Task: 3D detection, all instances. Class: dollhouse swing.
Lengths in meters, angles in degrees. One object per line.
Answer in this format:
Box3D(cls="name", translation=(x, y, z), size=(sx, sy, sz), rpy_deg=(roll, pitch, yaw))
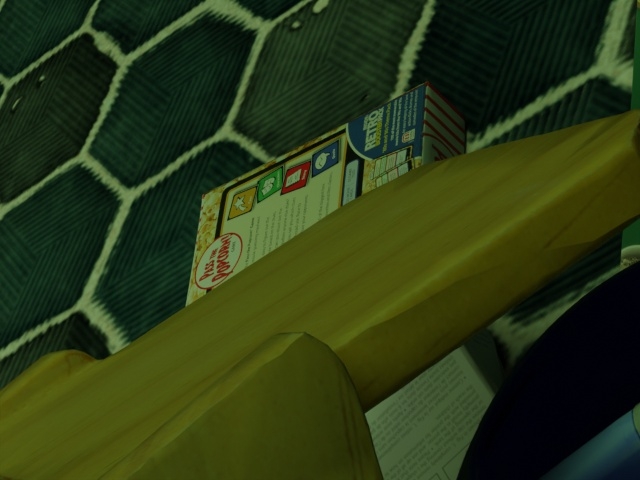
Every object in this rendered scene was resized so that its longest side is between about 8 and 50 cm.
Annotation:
Box3D(cls="dollhouse swing", translation=(0.008, 0.143, 0.800), size=(0.305, 0.315, 0.347), rpy_deg=(-17, 2, -23))

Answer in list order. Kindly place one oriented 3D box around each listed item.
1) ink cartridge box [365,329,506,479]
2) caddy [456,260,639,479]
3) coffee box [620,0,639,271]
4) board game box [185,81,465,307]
Box3D(cls="ink cartridge box", translation=(0.032, 0.131, 1.002), size=(0.189, 0.066, 0.232), rpy_deg=(-46, 56, 17))
Box3D(cls="caddy", translation=(0.206, 0.094, 0.725), size=(0.341, 0.179, 0.241), rpy_deg=(-29, 38, 28))
Box3D(cls="coffee box", translation=(0.198, -0.038, 0.893), size=(0.113, 0.040, 0.184), rpy_deg=(21, 112, 55))
Box3D(cls="board game box", translation=(0.000, 0.000, 1.166), size=(0.193, 0.045, 0.146), rpy_deg=(-24, 42, 32))
